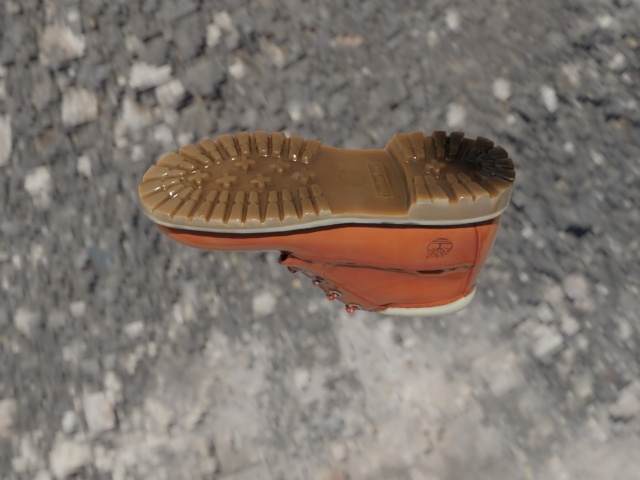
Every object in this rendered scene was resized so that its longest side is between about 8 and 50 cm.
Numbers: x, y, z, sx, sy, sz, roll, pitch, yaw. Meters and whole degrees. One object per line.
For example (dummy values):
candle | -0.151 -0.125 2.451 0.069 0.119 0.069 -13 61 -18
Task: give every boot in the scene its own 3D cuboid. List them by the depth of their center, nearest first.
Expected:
boot | 0.000 0.000 0.805 0.158 0.059 0.085 2 132 -8
